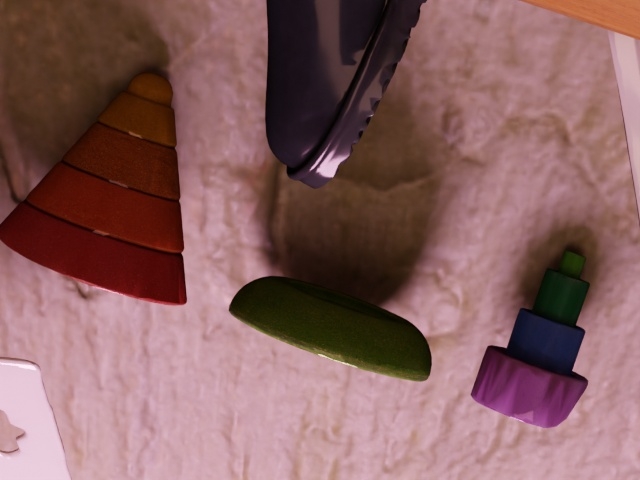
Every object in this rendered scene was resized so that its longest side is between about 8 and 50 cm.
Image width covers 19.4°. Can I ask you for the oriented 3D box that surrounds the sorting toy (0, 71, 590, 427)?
[{"bbox_3d":[0.000,0.000,1.114,0.365,0.127,0.126,18,94,-8],"label":"sorting toy"}]

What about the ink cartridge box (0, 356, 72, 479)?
[{"bbox_3d":[-0.319,0.048,1.115,0.353,0.119,0.207,6,150,3],"label":"ink cartridge box"}]

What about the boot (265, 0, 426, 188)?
[{"bbox_3d":[-0.041,-0.168,0.991,0.207,0.094,0.246,20,117,-10],"label":"boot"}]

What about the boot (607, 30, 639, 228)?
[{"bbox_3d":[0.260,-0.047,1.040,0.176,0.088,0.244,-8,118,11],"label":"boot"}]

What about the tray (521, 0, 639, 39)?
[{"bbox_3d":[0.064,-0.181,0.828,0.411,0.076,0.203,17,167,-12],"label":"tray"}]
